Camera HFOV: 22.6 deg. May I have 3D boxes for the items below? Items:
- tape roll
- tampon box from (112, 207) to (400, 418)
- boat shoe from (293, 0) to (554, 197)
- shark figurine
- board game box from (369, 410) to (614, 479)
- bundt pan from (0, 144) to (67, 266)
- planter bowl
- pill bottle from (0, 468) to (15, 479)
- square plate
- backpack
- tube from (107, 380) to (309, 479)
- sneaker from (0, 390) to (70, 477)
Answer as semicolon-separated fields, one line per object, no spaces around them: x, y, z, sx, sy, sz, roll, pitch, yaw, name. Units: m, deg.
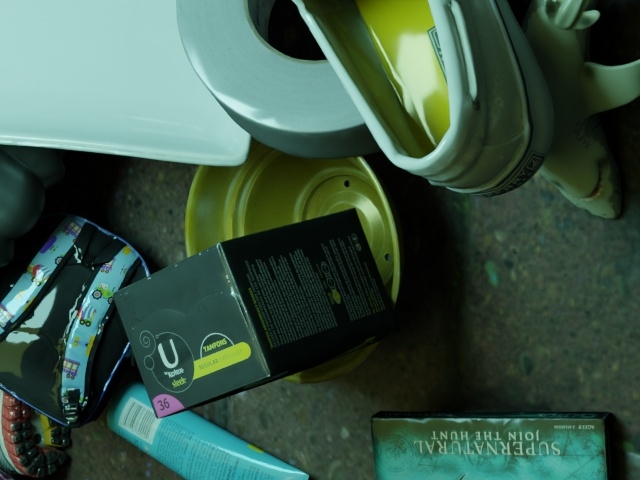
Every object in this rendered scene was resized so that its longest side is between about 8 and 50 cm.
0.007;-0.173;1.196;0.219;0.072;0.219;-3;75;10;tape roll
-0.045;0.053;1.178;0.120;0.161;0.101;-25;84;39;tampon box
0.017;-0.194;1.060;0.136;0.156;0.367;-33;69;32;boat shoe
0.186;-0.164;1.108;0.166;0.116;0.278;22;125;0;shark figurine
0.132;0.194;1.226;0.186;0.026;0.126;-3;96;23;board game box
-0.340;-0.067;1.477;0.331;0.124;0.331;-35;37;31;bundt pan
0.000;0.000;1.293;0.217;0.090;0.217;9;105;37;planter bowl
-0.355;0.293;1.569;0.283;0.160;0.160;35;120;10;pill bottle
-0.204;-0.236;1.307;0.344;0.049;0.347;5;79;9;square plate
-0.236;0.068;1.481;0.158;0.117;0.173;28;87;4;backpack
-0.101;0.196;1.447;0.207;0.052;0.080;28;124;27;tube
-0.323;0.126;1.594;0.093;0.088;0.225;-6;94;42;sneaker
